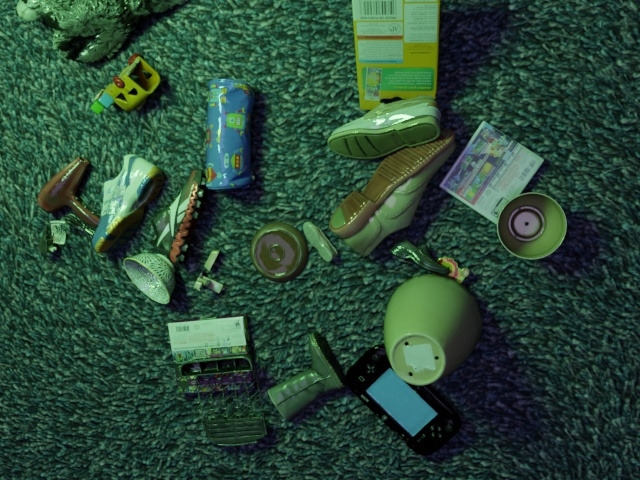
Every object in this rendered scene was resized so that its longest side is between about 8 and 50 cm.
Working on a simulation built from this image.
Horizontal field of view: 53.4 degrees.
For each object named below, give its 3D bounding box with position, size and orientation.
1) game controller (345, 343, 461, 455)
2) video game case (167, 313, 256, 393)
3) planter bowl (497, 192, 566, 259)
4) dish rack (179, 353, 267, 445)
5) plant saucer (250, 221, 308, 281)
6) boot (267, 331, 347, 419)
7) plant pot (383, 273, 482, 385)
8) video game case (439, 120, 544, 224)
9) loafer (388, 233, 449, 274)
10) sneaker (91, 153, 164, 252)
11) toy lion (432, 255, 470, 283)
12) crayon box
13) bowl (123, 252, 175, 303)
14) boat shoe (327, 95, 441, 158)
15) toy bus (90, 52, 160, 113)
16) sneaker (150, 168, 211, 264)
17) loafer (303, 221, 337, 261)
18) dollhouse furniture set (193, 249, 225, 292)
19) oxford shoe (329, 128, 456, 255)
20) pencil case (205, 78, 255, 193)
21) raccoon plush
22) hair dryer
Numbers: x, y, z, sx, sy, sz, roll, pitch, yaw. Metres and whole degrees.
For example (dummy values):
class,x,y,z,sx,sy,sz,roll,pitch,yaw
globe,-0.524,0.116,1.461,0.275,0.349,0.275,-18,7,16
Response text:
class,x,y,z,sx,sy,sz,roll,pitch,yaw
game controller,0.219,0.429,1.710,0.319,0.067,0.166,43,101,6
video game case,-0.309,0.324,1.818,0.232,0.042,0.210,-7,94,12
planter bowl,0.519,-0.038,1.587,0.162,0.109,0.162,1,94,11
dish rack,-0.260,0.447,1.767,0.208,0.074,0.272,-7,98,13
plant saucer,-0.118,0.034,1.763,0.168,0.029,0.169,1,95,12
boot,-0.054,0.376,1.765,0.208,0.076,0.190,-28,87,19
plant pot,0.258,0.239,1.561,0.256,0.274,0.257,4,102,17
video game case,0.437,-0.173,1.637,0.183,0.023,0.201,35,101,6
loafer,0.264,0.038,1.665,0.170,0.062,0.061,26,90,15
sneaker,-0.570,-0.106,1.813,0.131,0.112,0.296,36,92,15
toy lion,0.338,0.095,1.678,0.096,0.034,0.100,18,98,16
crayon box,0.190,-0.475,1.568,0.203,0.083,0.323,3,138,11
bowl,-0.464,0.091,1.797,0.170,0.170,0.080,39,57,6
boat shoe,0.165,-0.291,1.643,0.302,0.113,0.103,-6,57,24
toy bus,-0.531,-0.412,1.765,0.104,0.202,0.191,41,95,-25
sneaker,-0.396,-0.077,1.773,0.135,0.097,0.276,22,100,7
loafer,0.000,0.000,1.736,0.125,0.039,0.045,55,135,6
dollhouse furniture set,-0.290,0.091,1.783,0.081,0.091,0.114,27,97,-8
oxford shoe,0.207,-0.126,1.654,0.397,0.140,0.146,-41,118,7
pencil case,-0.241,-0.278,1.714,0.133,0.119,0.306,0,95,-19
raccoon plush,-0.619,-0.690,1.765,0.446,0.216,0.299,-23,75,-16
hair dryer,-0.711,-0.100,1.863,0.223,0.080,0.294,1,101,-5
